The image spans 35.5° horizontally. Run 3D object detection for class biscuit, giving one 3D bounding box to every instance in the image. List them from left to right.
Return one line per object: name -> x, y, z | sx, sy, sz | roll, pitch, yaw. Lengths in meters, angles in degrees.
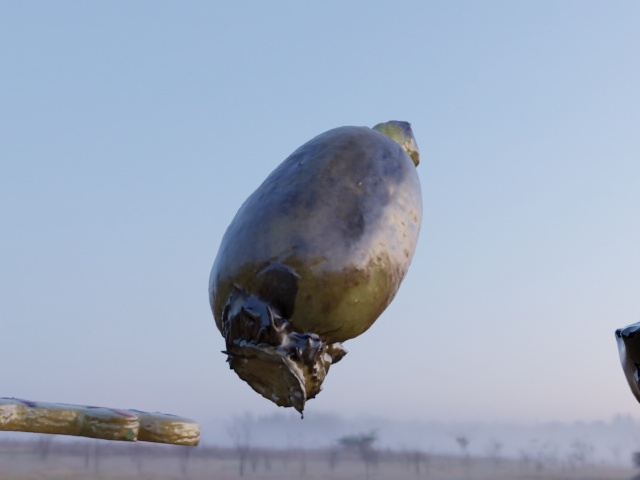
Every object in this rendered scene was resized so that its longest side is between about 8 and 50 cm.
biscuit -> -0.216, 0.160, 0.890 | 0.234, 0.030, 0.153 | 11, -10, -29

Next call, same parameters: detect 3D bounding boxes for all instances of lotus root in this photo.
lotus root -> 0.000, 0.000, 0.830 | 0.141, 0.314, 0.169 | 37, -40, -9

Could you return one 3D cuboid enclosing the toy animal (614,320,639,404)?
toy animal -> 0.278, 0.094, 0.585 | 0.166, 0.179, 0.138 | -22, 6, 29
